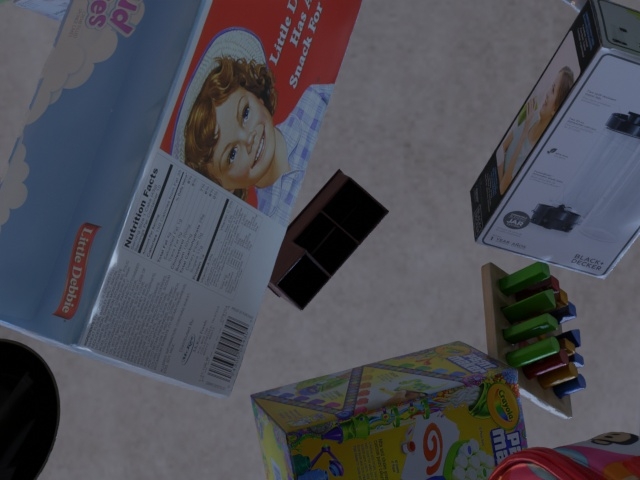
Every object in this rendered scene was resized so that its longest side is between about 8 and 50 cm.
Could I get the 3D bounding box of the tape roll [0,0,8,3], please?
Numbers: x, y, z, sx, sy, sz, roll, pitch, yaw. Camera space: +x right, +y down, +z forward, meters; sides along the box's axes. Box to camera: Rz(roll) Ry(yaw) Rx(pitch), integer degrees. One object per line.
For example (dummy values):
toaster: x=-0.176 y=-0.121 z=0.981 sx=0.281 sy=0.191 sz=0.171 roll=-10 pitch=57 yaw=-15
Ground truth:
tape roll: x=-0.283 y=-0.317 z=0.873 sx=0.077 sy=0.321 sz=0.321 roll=-28 pitch=-145 yaw=-25

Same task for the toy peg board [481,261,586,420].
toy peg board: x=0.282 y=0.116 z=1.564 sx=0.079 sy=0.160 sz=0.161 roll=-27 pitch=-132 yaw=34

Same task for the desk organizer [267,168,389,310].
desk organizer: x=0.000 y=0.000 z=1.188 sx=0.130 sy=0.047 sz=0.050 roll=-49 pitch=-148 yaw=-7

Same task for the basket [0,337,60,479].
basket: x=-0.361 y=0.200 z=1.360 sx=0.154 sy=0.204 sz=0.227 roll=33 pitch=173 yaw=-5

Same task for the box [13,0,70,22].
box: x=-0.170 y=-0.207 z=1.154 sx=0.186 sy=0.038 sz=0.145 roll=18 pitch=172 yaw=-29

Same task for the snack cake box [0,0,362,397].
snack cake box: x=-0.078 y=-0.060 z=0.695 sx=0.089 sy=0.264 sz=0.152 roll=14 pitch=170 yaw=30

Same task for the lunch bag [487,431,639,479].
lunch bag: x=0.191 y=0.250 z=0.678 sx=0.120 sy=0.258 sz=0.293 roll=0 pitch=-147 yaw=-41

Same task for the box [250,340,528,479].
box: x=0.094 y=0.302 z=1.471 sx=0.279 sy=0.290 sz=0.177 roll=-12 pitch=-170 yaw=-14

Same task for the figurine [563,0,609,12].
figurine: x=0.410 y=-0.342 z=1.523 sx=0.215 sy=0.209 sz=0.092 roll=39 pitch=-129 yaw=11

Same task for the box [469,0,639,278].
box: x=0.294 y=-0.100 z=1.327 sx=0.169 sy=0.290 sz=0.087 roll=14 pitch=-136 yaw=-13
